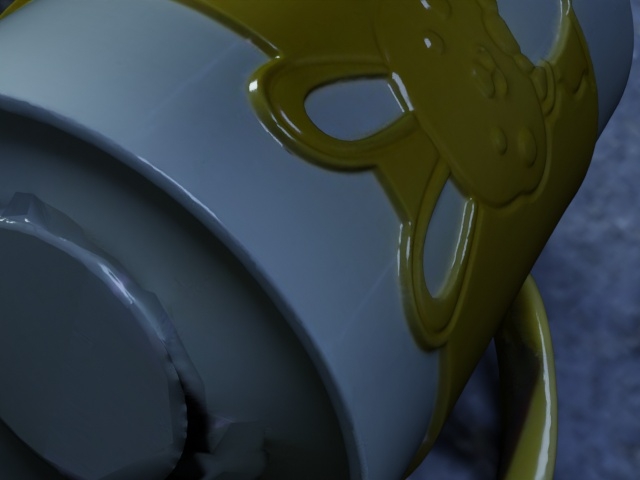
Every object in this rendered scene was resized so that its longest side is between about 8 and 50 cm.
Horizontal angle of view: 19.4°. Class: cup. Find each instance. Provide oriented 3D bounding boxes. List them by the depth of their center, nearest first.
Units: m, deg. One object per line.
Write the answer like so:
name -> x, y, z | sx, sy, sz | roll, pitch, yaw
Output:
cup -> 0.000, 0.000, 0.580 | 0.241, 0.185, 0.226 | 54, 50, -17
